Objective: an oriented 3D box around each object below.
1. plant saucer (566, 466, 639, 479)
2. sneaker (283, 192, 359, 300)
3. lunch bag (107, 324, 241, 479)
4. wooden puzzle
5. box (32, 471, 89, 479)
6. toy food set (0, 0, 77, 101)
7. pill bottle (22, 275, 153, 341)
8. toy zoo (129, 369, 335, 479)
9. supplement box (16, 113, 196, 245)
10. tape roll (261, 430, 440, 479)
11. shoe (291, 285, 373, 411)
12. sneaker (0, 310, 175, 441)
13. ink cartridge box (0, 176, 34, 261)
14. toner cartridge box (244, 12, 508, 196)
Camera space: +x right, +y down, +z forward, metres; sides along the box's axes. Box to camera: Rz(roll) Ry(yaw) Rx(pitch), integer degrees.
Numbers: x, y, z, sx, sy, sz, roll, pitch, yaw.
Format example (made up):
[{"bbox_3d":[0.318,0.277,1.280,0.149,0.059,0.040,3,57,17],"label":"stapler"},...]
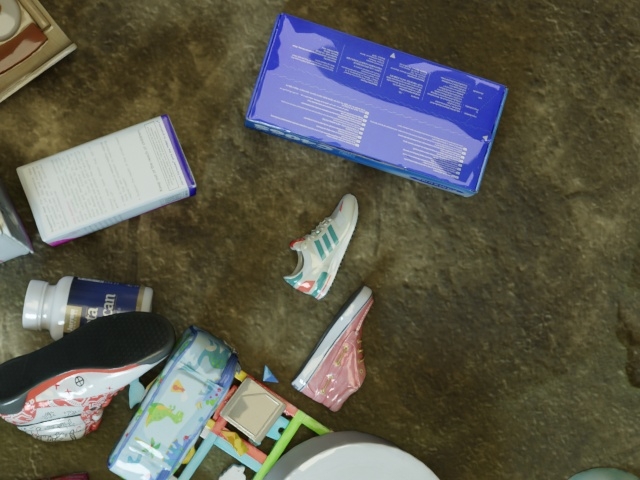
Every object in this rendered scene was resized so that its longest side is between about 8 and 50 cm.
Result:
[{"bbox_3d":[0.418,0.429,1.839,0.195,0.037,0.195,0,86,-7],"label":"plant saucer"},{"bbox_3d":[0.000,0.000,1.815,0.075,0.057,0.161,22,87,-10],"label":"sneaker"},{"bbox_3d":[-0.194,0.221,1.691,0.090,0.176,0.219,33,85,-8],"label":"lunch bag"},{"bbox_3d":[-0.095,0.238,1.780,0.078,0.014,0.116,45,83,-6],"label":"wooden puzzle"},{"bbox_3d":[-0.434,0.395,1.707,0.257,0.128,0.123,-8,87,-6],"label":"box"},{"bbox_3d":[-0.519,-0.322,1.767,0.220,0.092,0.306,-38,91,-7],"label":"toy food set"},{"bbox_3d":[-0.321,0.100,1.756,0.169,0.094,0.094,8,85,-5],"label":"pill bottle"},{"bbox_3d":[-0.147,0.274,1.794,0.293,0.030,0.192,35,83,-3],"label":"toy zoo"},{"bbox_3d":[-0.294,-0.081,1.764,0.220,0.111,0.114,-22,88,-7],"label":"supplement box"},{"bbox_3d":[0.043,0.411,1.751,0.286,0.100,0.286,0,92,-13],"label":"tape roll"},{"bbox_3d":[0.040,0.156,1.809,0.081,0.063,0.178,35,89,-4],"label":"shoe"},{"bbox_3d":[-0.304,0.188,1.719,0.270,0.145,0.090,-21,54,5],"label":"sneaker"},{"bbox_3d":[-0.594,0.004,1.644,0.384,0.279,0.160,-22,88,-8],"label":"ink cartridge box"},{"bbox_3d":[0.079,-0.193,1.829,0.348,0.075,0.165,18,85,-4],"label":"toner cartridge box"}]
